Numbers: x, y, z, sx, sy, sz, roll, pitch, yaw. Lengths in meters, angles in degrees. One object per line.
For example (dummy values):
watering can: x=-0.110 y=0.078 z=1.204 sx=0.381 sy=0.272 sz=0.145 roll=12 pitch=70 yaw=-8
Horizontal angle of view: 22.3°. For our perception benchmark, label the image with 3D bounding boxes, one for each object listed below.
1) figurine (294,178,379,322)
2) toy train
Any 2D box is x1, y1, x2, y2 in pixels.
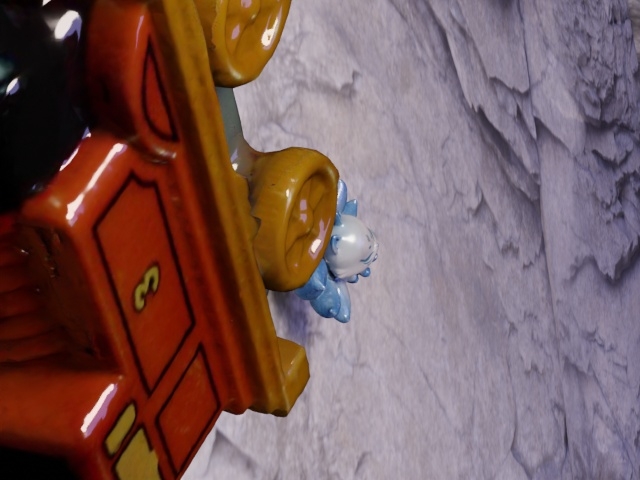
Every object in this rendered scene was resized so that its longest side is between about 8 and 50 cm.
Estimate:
figurine: x=0.000 y=0.000 z=1.194 sx=0.114 sy=0.079 sz=0.114 roll=3 pitch=90 yaw=-68
toy train: x=-0.110 y=-0.008 z=0.754 sx=0.369 sy=0.163 sz=0.231 roll=79 pitch=31 yaw=-47
